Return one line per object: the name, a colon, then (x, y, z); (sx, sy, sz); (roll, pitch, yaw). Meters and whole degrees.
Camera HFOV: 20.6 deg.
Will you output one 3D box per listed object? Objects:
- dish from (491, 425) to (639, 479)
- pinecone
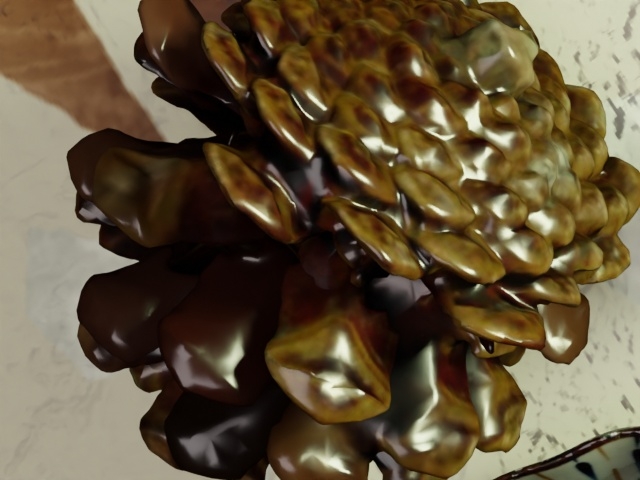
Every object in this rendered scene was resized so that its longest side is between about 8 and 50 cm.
dish: (0.153, 0.175, 0.837); (0.190, 0.066, 0.191); (2, 96, 18)
pinecone: (0.008, 0.006, 0.782); (0.264, 0.264, 0.264); (1, 95, 16)
